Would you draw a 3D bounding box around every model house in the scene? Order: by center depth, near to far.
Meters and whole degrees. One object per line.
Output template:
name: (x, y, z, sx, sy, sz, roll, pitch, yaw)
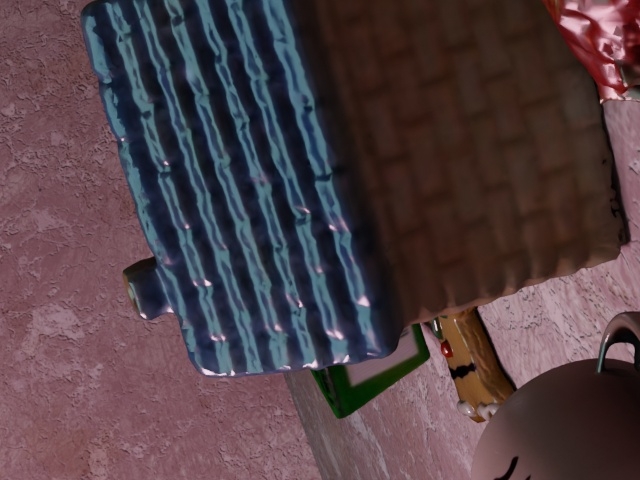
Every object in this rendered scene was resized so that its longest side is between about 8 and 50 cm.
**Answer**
model house: (-0.028, -0.124, 1.112, 0.445, 0.400, 0.395, -145, 34, -72)

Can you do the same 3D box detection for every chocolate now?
chocolate: (0.000, 0.000, 1.685, 0.341, 0.161, 0.360, -121, 12, -63)

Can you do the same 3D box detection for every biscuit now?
biscuit: (0.152, 0.087, 1.501, 0.197, 0.049, 0.301, 139, 112, -76)

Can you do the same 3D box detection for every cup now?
cup: (0.232, 0.183, 0.893, 0.200, 0.191, 0.253, -114, 30, -72)

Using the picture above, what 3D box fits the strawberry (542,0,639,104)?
strawberry: (0.158, -0.205, 0.679, 0.306, 0.137, 0.233, 61, 174, -5)
